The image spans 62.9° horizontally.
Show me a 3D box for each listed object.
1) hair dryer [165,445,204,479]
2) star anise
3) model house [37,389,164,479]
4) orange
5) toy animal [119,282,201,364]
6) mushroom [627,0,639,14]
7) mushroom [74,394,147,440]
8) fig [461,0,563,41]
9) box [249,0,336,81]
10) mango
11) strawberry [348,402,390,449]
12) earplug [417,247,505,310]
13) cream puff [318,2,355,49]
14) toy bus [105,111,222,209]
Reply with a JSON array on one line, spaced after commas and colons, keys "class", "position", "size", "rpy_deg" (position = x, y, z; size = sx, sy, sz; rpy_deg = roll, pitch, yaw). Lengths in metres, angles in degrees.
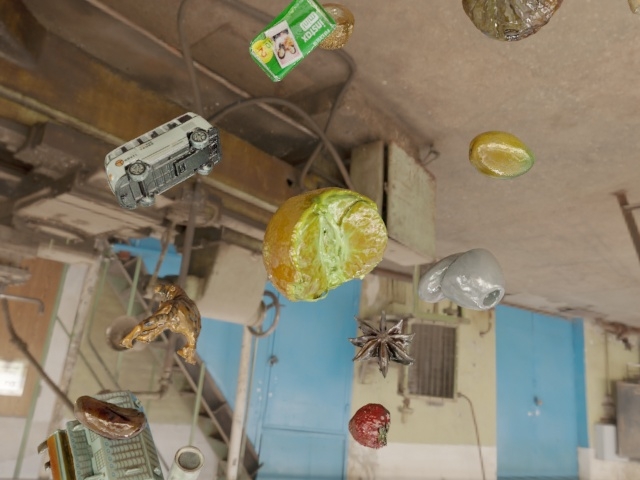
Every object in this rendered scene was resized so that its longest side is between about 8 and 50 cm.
[{"class": "hair dryer", "position": [-0.351, 0.603, 1.201], "size": [0.073, 0.131, 0.236], "rpy_deg": [26, -154, 0]}, {"class": "star anise", "position": [0.161, 0.278, 1.394], "size": [0.204, 0.181, 0.061], "rpy_deg": [15, 141, 24]}, {"class": "model house", "position": [-0.496, 0.501, 1.215], "size": [0.215, 0.224, 0.198], "rpy_deg": [-36, 145, 7]}, {"class": "orange", "position": [-0.006, -0.001, 0.925], "size": [0.237, 0.179, 0.158], "rpy_deg": [-28, -141, -34]}, {"class": "toy animal", "position": [-0.236, 0.127, 0.837], "size": [0.114, 0.116, 0.255], "rpy_deg": [20, 169, -9]}, {"class": "mushroom", "position": [0.563, -0.513, 0.903], "size": [0.206, 0.206, 0.209], "rpy_deg": [-11, 117, 43]}, {"class": "mushroom", "position": [-0.333, 0.281, 0.825], "size": [0.123, 0.052, 0.123], "rpy_deg": [19, 159, 8]}, {"class": "fig", "position": [0.479, -0.676, 1.367], "size": [0.286, 0.286, 0.368], "rpy_deg": [-8, -172, 37]}, {"class": "box", "position": [-0.058, -0.450, 1.155], "size": [0.180, 0.250, 0.103], "rpy_deg": [-39, 108, 16]}, {"class": "mango", "position": [0.479, -0.222, 1.378], "size": [0.194, 0.092, 0.130], "rpy_deg": [3, 126, -18]}, {"class": "strawberry", "position": [0.111, 0.417, 1.184], "size": [0.106, 0.106, 0.106], "rpy_deg": [5, 163, 1]}, {"class": "earplug", "position": [0.421, 0.125, 1.573], "size": [0.214, 0.175, 0.325], "rpy_deg": [-21, 178, -16]}, {"class": "cream puff", "position": [0.026, -0.583, 1.442], "size": [0.126, 0.144, 0.103], "rpy_deg": [29, 140, 13]}, {"class": "toy bus", "position": [-0.258, -0.133, 0.850], "size": [0.089, 0.194, 0.087], "rpy_deg": [44, 154, 22]}]
